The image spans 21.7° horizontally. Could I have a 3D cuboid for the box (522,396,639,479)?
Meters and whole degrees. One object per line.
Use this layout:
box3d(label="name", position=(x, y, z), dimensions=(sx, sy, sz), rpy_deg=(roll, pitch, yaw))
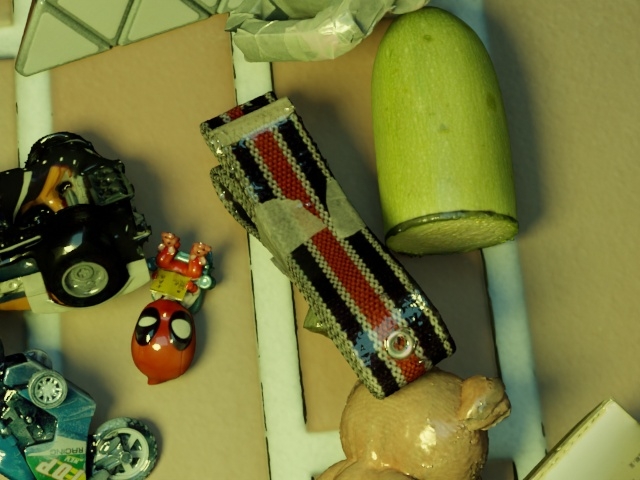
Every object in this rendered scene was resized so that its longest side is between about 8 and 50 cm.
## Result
box3d(label="box", position=(0.199, 0.252, 1.449), dimensions=(0.095, 0.168, 0.212), rpy_deg=(43, 75, 10))

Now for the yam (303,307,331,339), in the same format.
box3d(label="yam", position=(0.018, 0.048, 1.586), dimensions=(0.043, 0.043, 0.094), rpy_deg=(22, 73, 7))

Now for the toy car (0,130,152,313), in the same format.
box3d(label="toy car", position=(-0.309, 0.008, 1.554), dimensions=(0.301, 0.118, 0.193), rpy_deg=(-18, 43, -4))

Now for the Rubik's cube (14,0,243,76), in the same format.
box3d(label="Rubik's cube", position=(-0.191, -0.317, 1.660), dimensions=(0.228, 0.233, 0.229), rpy_deg=(-3, 22, 36))

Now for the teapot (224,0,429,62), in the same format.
box3d(label="teapot", position=(0.017, -0.274, 1.595), dimensions=(0.221, 0.163, 0.178), rpy_deg=(-30, 29, -28))

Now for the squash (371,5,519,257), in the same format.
box3d(label="squash", position=(0.111, -0.115, 1.598), dimensions=(0.132, 0.132, 0.247), rpy_deg=(-6, 71, -2))

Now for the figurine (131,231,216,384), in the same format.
box3d(label="figurine", position=(-0.142, 0.067, 1.565), dimensions=(0.068, 0.075, 0.140), rpy_deg=(15, 82, 3))

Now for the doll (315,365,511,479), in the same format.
box3d(label="doll", position=(0.065, 0.256, 1.469), dimensions=(0.156, 0.201, 0.303), rpy_deg=(30, 75, -29))

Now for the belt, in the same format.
box3d(label="belt", position=(0.000, 0.000, 1.508), dimensions=(0.094, 0.126, 0.359), rpy_deg=(-26, 50, -11))

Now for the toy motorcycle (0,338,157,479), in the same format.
box3d(label="toy motorcycle", position=(-0.271, 0.170, 1.493), dimensions=(0.254, 0.092, 0.135), rpy_deg=(37, 87, -23))
